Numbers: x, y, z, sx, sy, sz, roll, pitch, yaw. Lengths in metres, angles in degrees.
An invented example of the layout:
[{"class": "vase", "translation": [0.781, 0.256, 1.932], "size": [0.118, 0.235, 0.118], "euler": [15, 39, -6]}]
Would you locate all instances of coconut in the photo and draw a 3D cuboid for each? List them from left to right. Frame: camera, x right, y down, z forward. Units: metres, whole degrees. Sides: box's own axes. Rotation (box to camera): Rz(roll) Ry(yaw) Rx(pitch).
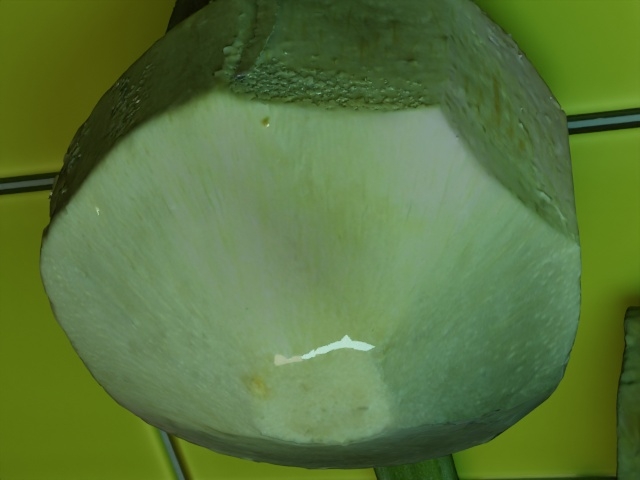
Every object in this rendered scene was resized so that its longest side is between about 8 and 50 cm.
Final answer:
[{"class": "coconut", "translation": [0.000, 0.000, 0.965], "size": [0.352, 0.353, 0.353], "euler": [9, 125, 13]}]

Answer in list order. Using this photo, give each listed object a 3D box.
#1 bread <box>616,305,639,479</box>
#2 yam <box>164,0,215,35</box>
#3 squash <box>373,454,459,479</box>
[{"class": "bread", "translation": [0.326, 0.152, 1.073], "size": [0.252, 0.196, 0.239], "euler": [2, 127, 20]}, {"class": "yam", "translation": [-0.066, -0.172, 1.061], "size": [0.068, 0.068, 0.169], "euler": [23, 126, 3]}, {"class": "squash", "translation": [0.076, 0.182, 1.251], "size": [0.069, 0.069, 0.239], "euler": [-5, 121, 22]}]
